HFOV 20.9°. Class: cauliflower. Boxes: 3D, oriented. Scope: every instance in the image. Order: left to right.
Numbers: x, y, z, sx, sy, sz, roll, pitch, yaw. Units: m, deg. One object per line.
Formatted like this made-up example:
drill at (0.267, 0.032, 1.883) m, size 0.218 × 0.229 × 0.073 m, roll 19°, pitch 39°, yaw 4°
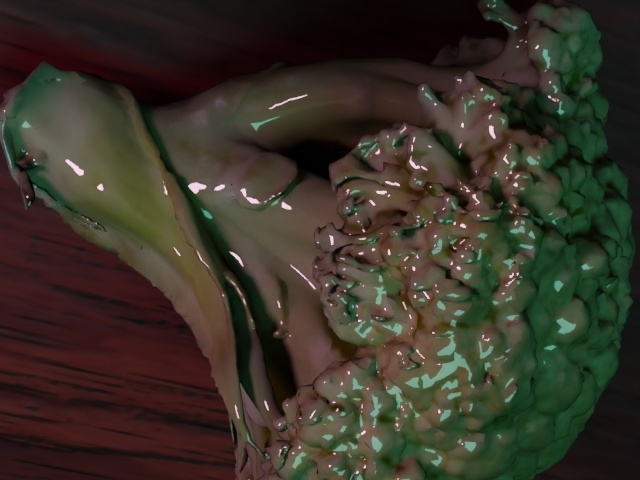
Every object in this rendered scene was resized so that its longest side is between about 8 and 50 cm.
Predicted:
cauliflower at (0.016, 0.013, 0.850) m, size 0.327 × 0.281 × 0.260 m, roll -53°, pitch 153°, yaw -5°
